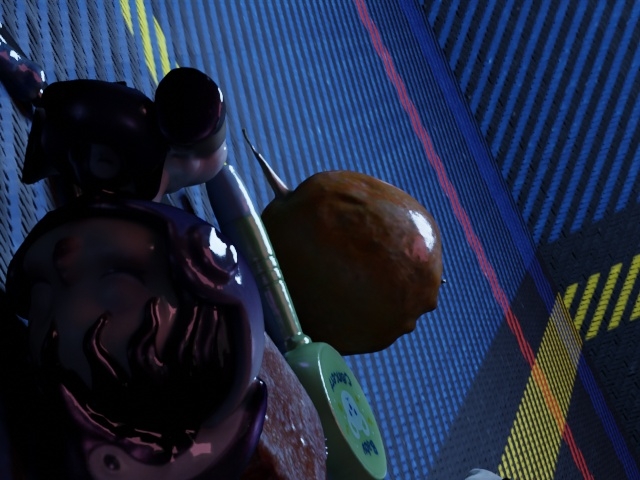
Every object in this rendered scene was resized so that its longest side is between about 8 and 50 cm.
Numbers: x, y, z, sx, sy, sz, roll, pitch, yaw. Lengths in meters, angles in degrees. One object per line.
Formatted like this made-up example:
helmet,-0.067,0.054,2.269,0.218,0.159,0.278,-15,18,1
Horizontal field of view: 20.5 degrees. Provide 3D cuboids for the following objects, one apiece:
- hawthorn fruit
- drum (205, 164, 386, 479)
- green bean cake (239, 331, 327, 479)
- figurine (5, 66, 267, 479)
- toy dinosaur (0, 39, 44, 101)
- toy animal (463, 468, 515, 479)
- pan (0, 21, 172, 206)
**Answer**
hawthorn fruit,0.010,0.009,1.382,0.189,0.149,0.149,31,5,16
drum,-0.029,0.070,1.251,0.253,0.049,0.130,63,13,-7
green bean cake,-0.046,0.114,1.086,0.135,0.056,0.135,56,15,-31
figurine,-0.091,0.034,0.904,0.145,0.145,0.222,24,65,-71
toy dinosaur,-0.223,-0.160,0.886,0.188,0.075,0.247,44,31,-50
toy animal,0.189,0.294,1.436,0.208,0.156,0.204,21,-10,31
pan,-0.142,-0.054,1.084,0.235,0.028,0.136,59,14,-24
